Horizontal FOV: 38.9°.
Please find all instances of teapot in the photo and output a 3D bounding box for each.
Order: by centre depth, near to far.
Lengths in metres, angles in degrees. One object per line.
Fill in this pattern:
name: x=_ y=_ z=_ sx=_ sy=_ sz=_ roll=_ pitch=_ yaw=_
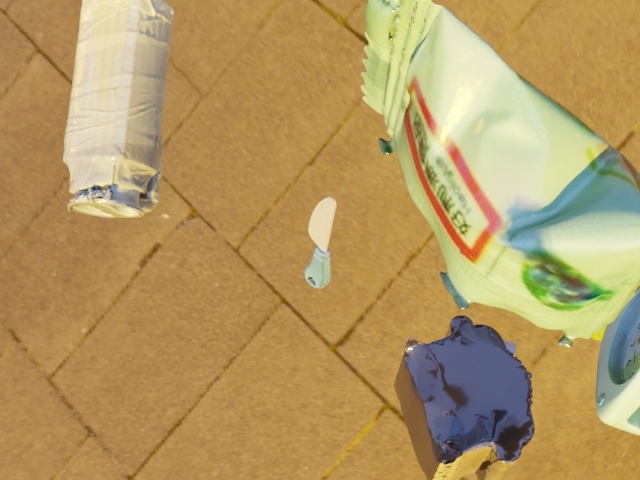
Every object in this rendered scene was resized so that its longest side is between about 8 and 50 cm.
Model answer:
teapot: x=-0.177 y=-0.118 z=0.829 sx=0.077 sy=0.107 sz=0.200 roll=1 pitch=79 yaw=22

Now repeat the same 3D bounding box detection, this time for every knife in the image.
knife: x=-0.001 y=-0.001 z=1.611 sx=0.032 sy=0.244 sz=0.058 roll=-33 pitch=58 yaw=-28

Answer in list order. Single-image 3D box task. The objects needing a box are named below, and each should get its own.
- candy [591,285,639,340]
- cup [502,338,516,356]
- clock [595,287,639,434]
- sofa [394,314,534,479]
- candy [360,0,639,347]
candy: x=0.393 y=0.098 z=1.221 sx=0.097 sy=0.096 sz=0.209 roll=-65 pitch=26 yaw=-1
cup: x=0.298 y=0.209 z=1.677 sx=0.116 sy=0.104 sz=0.074 roll=15 pitch=97 yaw=11
clock: x=0.372 y=0.116 z=1.001 sx=0.060 sy=0.188 sz=0.148 roll=22 pitch=51 yaw=0
sofa: x=0.247 y=0.282 z=1.529 sx=0.182 sy=0.200 sz=0.258 roll=-11 pitch=60 yaw=-11
candy: x=0.181 y=-0.082 z=0.935 sx=0.172 sy=0.263 sz=0.398 roll=-34 pitch=74 yaw=-25
